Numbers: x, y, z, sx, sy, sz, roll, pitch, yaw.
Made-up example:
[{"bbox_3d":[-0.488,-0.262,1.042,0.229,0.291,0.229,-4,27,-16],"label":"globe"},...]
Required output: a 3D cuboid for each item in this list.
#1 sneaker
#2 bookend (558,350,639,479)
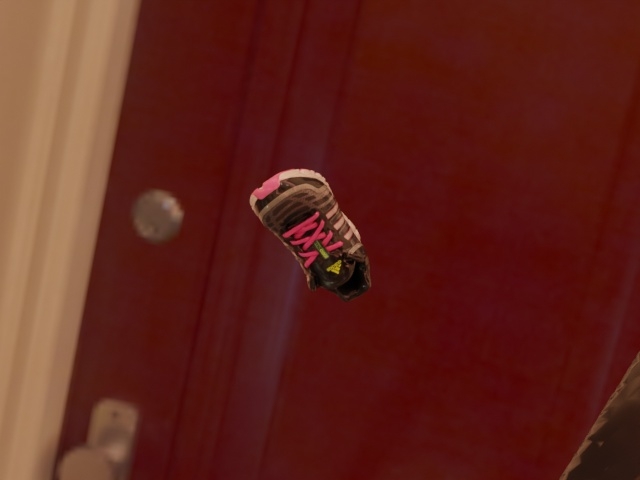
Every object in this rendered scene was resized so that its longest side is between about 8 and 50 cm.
[{"bbox_3d":[0.000,0.000,1.419,0.074,0.063,0.170,63,9,33],"label":"sneaker"},{"bbox_3d":[0.141,0.106,0.468,0.072,0.157,0.156,-20,23,51],"label":"bookend"}]
